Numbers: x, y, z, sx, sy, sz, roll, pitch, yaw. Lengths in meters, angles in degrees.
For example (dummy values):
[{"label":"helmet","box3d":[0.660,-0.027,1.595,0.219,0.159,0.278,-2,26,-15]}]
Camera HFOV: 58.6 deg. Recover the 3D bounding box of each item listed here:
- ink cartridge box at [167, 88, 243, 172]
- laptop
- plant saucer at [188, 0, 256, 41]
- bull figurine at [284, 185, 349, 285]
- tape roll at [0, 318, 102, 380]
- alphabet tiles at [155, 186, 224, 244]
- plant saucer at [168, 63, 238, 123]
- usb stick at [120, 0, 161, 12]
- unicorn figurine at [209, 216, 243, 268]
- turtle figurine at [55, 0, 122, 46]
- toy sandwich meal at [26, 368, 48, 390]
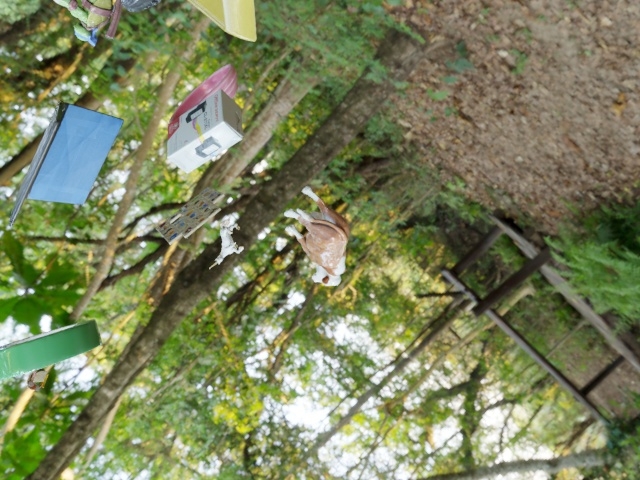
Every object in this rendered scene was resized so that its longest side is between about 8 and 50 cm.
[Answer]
[{"label":"ink cartridge box","box3d":[-0.279,-0.263,1.371,0.072,0.175,0.127,41,-151,-45]},{"label":"laptop","box3d":[-0.854,-0.249,1.955,0.236,0.381,0.408,23,-164,-30]},{"label":"plant saucer","box3d":[-0.335,-0.795,1.713,0.333,0.081,0.332,43,157,21]},{"label":"bull figurine","box3d":[0.000,0.000,1.425,0.188,0.101,0.310,43,157,12]},{"label":"tape roll","box3d":[-0.766,0.297,1.547,0.321,0.322,0.077,-19,-87,-83]},{"label":"alphabet tiles","box3d":[-0.353,-0.071,1.576,0.009,0.198,0.237,55,167,-26]},{"label":"plant saucer","box3d":[-0.434,-0.533,2.182,0.084,0.332,0.332,47,-176,-28]},{"label":"usb stick","box3d":[-0.363,-0.538,1.017,0.045,0.077,0.277,35,-149,-84]},{"label":"unicorn figurine","box3d":[-0.305,0.011,1.873,0.060,0.161,0.111,12,163,-43]},{"label":"turtle figurine","box3d":[-0.622,-0.687,1.502,0.198,0.266,0.274,7,-133,-51]},{"label":"toy sandwich meal","box3d":[-1.020,0.503,2.063,0.029,0.085,0.085,13,170,29]}]
